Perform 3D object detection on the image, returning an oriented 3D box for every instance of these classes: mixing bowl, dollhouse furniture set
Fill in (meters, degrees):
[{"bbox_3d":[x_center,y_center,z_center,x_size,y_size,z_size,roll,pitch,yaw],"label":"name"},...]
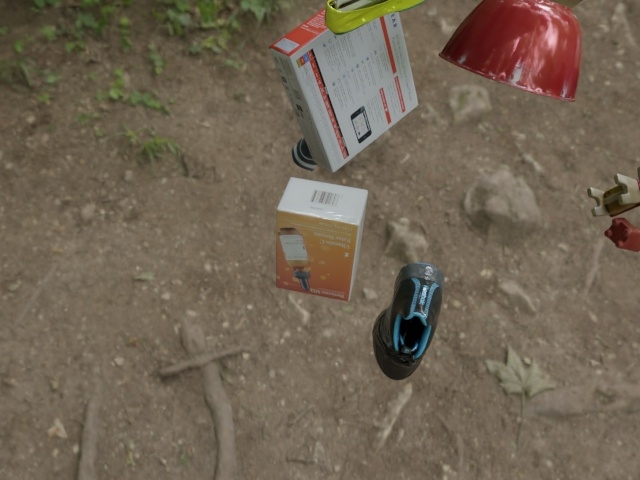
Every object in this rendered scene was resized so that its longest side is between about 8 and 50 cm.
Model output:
[{"bbox_3d":[0.250,-0.250,0.733,0.181,0.098,0.181,15,24,-7],"label":"mixing bowl"},{"bbox_3d":[0.804,-0.083,1.308,0.152,0.374,0.202,4,71,-21],"label":"dollhouse furniture set"}]

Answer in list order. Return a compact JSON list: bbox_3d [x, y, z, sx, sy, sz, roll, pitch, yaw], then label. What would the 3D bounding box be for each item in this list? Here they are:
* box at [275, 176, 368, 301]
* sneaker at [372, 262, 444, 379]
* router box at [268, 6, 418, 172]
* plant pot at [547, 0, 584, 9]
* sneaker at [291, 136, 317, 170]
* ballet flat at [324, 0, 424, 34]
[{"bbox_3d":[0.000,0.000,0.955,0.129,0.171,0.091,10,42,7],"label":"box"},{"bbox_3d":[0.169,0.202,1.236,0.124,0.341,0.140,12,44,7],"label":"sneaker"},{"bbox_3d":[0.070,-0.376,1.378,0.301,0.336,0.082,-39,47,-15],"label":"router box"},{"bbox_3d":[0.431,-0.599,1.184,0.283,0.284,0.191,-13,64,-17],"label":"plant pot"},{"bbox_3d":[0.016,-0.303,1.773,0.099,0.153,0.282,48,39,2],"label":"sneaker"},{"bbox_3d":[0.113,-0.461,1.106,0.230,0.077,0.077,-23,58,3],"label":"ballet flat"}]
